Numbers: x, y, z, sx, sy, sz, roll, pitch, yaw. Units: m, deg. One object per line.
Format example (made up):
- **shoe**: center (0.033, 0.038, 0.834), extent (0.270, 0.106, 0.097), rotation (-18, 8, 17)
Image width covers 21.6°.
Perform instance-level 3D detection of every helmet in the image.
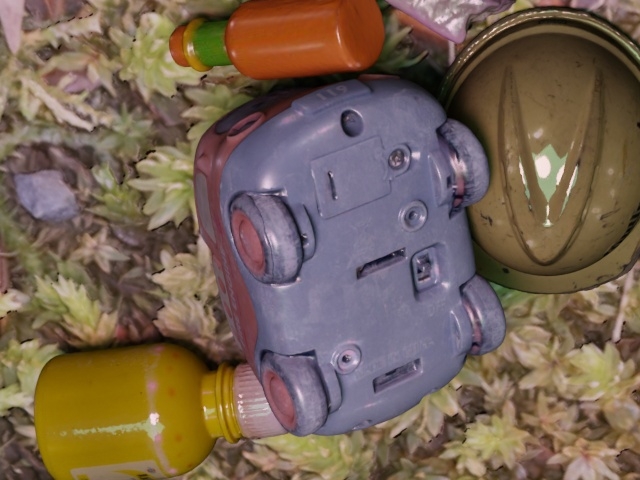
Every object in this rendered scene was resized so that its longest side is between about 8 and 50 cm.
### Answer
- **helmet**: center (0.182, -0.044, 1.339), extent (0.204, 0.137, 0.257), rotation (-1, 114, 9)

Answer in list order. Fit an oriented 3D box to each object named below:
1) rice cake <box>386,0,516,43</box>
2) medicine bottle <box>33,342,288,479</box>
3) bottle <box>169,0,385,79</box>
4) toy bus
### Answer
- **rice cake**: center (-0.013, -0.257, 1.312), extent (0.365, 0.072, 0.056), rotation (30, 113, -8)
- **medicine bottle**: center (-0.134, 0.150, 1.482), extent (0.212, 0.122, 0.121), rotation (-7, 113, 11)
- **bottle**: center (-0.042, -0.161, 1.336), extent (0.187, 0.069, 0.069), rotation (-1, 116, 35)
- **toy bus**: center (0.000, 0.000, 1.346), extent (0.197, 0.232, 0.294), rotation (-23, 119, -22)
